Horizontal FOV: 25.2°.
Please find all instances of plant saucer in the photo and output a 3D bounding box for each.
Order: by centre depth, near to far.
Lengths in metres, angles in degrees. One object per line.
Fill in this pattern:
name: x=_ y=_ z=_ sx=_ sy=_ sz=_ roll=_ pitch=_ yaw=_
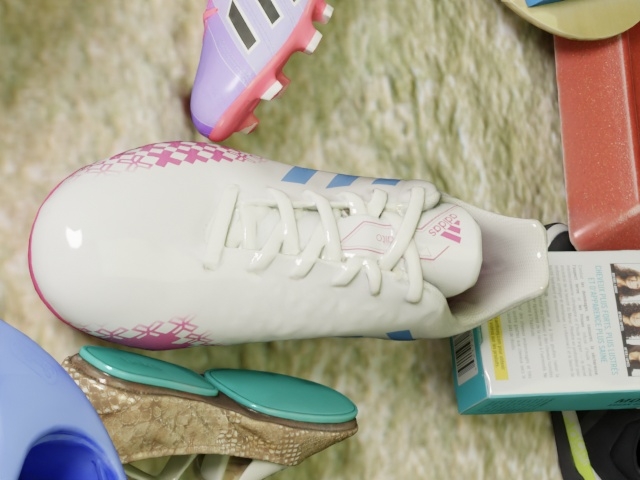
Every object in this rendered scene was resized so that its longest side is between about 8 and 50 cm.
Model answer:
plant saucer: x=0.280 y=-0.075 z=1.146 sx=0.259 sy=0.048 sz=0.258 roll=25 pitch=55 yaw=-41

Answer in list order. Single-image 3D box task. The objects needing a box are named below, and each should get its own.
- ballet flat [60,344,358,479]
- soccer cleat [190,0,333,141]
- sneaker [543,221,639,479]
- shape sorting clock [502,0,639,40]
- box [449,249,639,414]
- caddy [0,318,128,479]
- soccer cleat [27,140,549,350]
ballet flat: x=-0.064 y=0.103 z=0.787 sx=0.206 sy=0.073 sz=0.067 roll=16 pitch=100 yaw=-42
soccer cleat: x=-0.029 y=-0.165 z=0.855 sx=0.095 sy=0.083 sz=0.248 roll=32 pitch=63 yaw=-6
sneaker: x=0.219 y=0.094 z=1.054 sx=0.084 sy=0.097 sz=0.234 roll=-28 pitch=105 yaw=-46
shape sorting clock: x=0.176 y=-0.245 z=1.075 sx=0.206 sy=0.040 sz=0.206 roll=13 pitch=66 yaw=-31
box: x=0.212 y=0.062 z=0.983 sx=0.244 sy=0.060 sz=0.100 roll=0 pitch=72 yaw=-15
caddy: x=-0.203 y=0.181 z=0.532 sx=0.241 sy=0.179 sz=0.341 roll=45 pitch=55 yaw=-32
soccer cleat: x=0.000 y=0.000 z=0.800 sx=0.331 sy=0.143 sz=0.116 roll=3 pitch=82 yaw=-46
